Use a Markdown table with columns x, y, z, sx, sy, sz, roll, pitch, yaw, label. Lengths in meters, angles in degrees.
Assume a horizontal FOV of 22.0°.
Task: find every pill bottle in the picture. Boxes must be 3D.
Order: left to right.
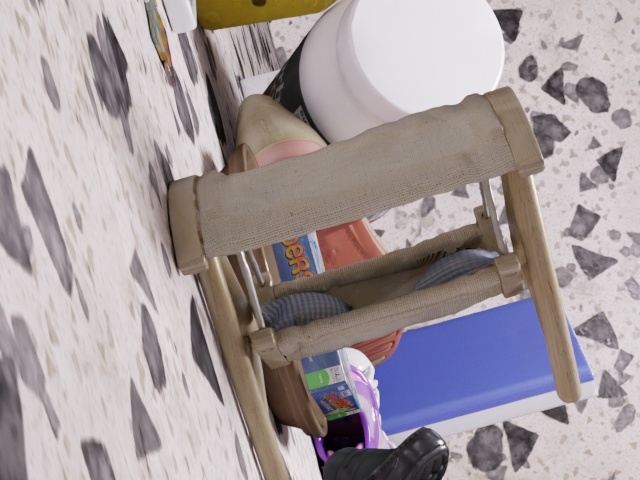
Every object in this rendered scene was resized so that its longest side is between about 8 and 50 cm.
| x | y | z | sx | sy | sz | roll | pitch | yaw | label |
| --- | --- | --- | --- | --- | --- | --- | --- | --- | --- |
| 0.058 | -0.154 | 1.834 | 0.363 | 0.210 | 0.210 | 137 | -60 | -66 | pill bottle |

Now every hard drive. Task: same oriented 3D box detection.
| x | y | z | sx | sy | sz | roll | pitch | yaw | label |
| --- | --- | --- | --- | --- | --- | --- | --- | --- | --- |
| 0.150 | 0.161 | 1.961 | 0.210 | 0.319 | 0.040 | -100 | 174 | -64 | hard drive |

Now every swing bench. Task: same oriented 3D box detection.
| x | y | z | sx | sy | sz | roll | pitch | yaw | label |
| --- | --- | --- | --- | --- | --- | --- | --- | --- | --- |
| 0.041 | 0.015 | 1.217 | 0.165 | 0.253 | 0.254 | -103 | 177 | -50 | swing bench |

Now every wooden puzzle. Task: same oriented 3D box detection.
| x | y | z | sx | sy | sz | roll | pitch | yaw | label |
| --- | --- | --- | --- | --- | --- | --- | --- | --- | --- |
| -0.131 | -0.167 | 1.343 | 0.049 | 0.006 | 0.083 | 71 | 5 | -54 | wooden puzzle |

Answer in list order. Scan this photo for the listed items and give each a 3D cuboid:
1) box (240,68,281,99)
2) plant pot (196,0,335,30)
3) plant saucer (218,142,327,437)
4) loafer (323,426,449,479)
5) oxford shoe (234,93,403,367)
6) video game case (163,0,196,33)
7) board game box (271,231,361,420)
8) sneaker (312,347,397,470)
| x | y | z | sx | sy | sz | roll | pitch | yaw | label |
| --- | --- | --- | --- | --- | --- | --- | --- | --- | --- |
| -0.032 | -0.122 | 2.309 | 0.290 | 0.087 | 0.169 | 65 | 10 | -76 | box |
| -0.069 | -0.345 | 1.790 | 0.187 | 0.212 | 0.212 | -81 | 159 | -50 | plant pot |
| -0.048 | 0.049 | 1.500 | 0.278 | 0.041 | 0.277 | -15 | 90 | -88 | plant saucer |
| 0.034 | 0.203 | 1.339 | 0.078 | 0.076 | 0.223 | 53 | -35 | 13 | loafer |
| 0.000 | 0.000 | 1.793 | 0.397 | 0.140 | 0.146 | 75 | -6 | -48 | oxford shoe |
| -0.158 | -0.327 | 1.537 | 0.227 | 0.026 | 0.206 | -99 | 173 | -61 | video game case |
| -0.010 | 0.050 | 1.467 | 0.136 | 0.035 | 0.201 | 66 | 9 | -73 | board game box |
| 0.041 | 0.240 | 1.811 | 0.104 | 0.095 | 0.236 | -80 | 151 | -68 | sneaker |
